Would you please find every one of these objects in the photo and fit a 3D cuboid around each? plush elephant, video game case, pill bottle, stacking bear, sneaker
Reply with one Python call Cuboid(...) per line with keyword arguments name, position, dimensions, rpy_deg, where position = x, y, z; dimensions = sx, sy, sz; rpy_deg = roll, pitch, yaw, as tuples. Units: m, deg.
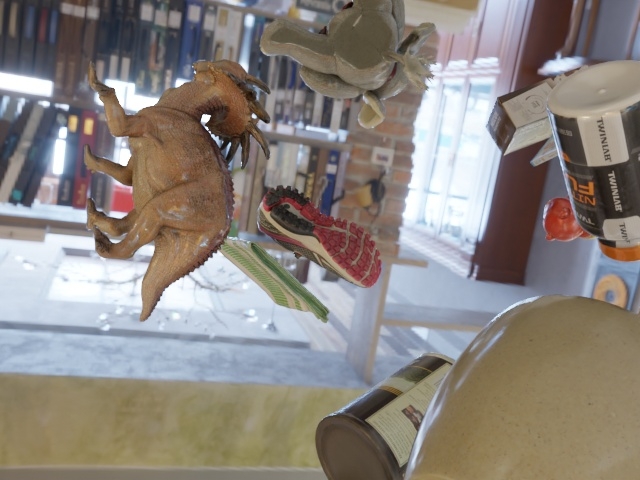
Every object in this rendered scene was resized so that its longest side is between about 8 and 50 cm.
Cuboid(name="plush elephant", position=(0.093, -0.382, 1.370), dimensions=(0.330, 0.272, 0.255), rpy_deg=(37, -179, 7))
Cuboid(name="video game case", position=(0.496, -0.212, 1.332), dimensions=(0.015, 0.119, 0.166), rpy_deg=(42, 164, -4))
Cuboid(name="pill bottle", position=(0.378, -0.090, 0.854), dimensions=(0.130, 0.246, 0.130), rpy_deg=(-20, -149, 13))
Cuboid(name="stacking bear", position=(0.699, -0.076, 1.764), dimensions=(0.288, 0.175, 0.164), rpy_deg=(-16, -123, -30))
Cuboid(name="sneaker", position=(0.000, 0.000, 1.445), dimensions=(0.299, 0.112, 0.121), rpy_deg=(37, -128, 2))

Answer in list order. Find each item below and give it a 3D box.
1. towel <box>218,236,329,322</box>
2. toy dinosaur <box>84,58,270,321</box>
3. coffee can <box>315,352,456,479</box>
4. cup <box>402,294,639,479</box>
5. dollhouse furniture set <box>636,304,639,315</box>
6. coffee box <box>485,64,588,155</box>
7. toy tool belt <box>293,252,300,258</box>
Cuboid(name="towel", position=(-0.120, 0.083, 1.533), dimensions=(0.248, 0.038, 0.324), rpy_deg=(45, 167, -18))
Cuboid(name="toy dinosaur", position=(-0.134, -0.067, 0.691), dimensions=(0.200, 0.296, 0.127), rpy_deg=(-1, 175, -23))
Cuboid(name="coffee can", position=(0.157, 0.359, 1.268), dimensions=(0.275, 0.202, 0.201), rpy_deg=(-23, -151, -39))
Cuboid(name="cup", position=(0.217, 0.251, 0.676), dimensions=(0.236, 0.331, 0.331), rpy_deg=(-23, -152, -36))
Cuboid(name="dollhouse furniture set", position=(0.643, 0.121, 1.230), dimensions=(0.114, 0.081, 0.091), rpy_deg=(19, -149, 32))
Cuboid(name="coffee box", position=(0.664, -0.387, 2.005), dimensions=(0.297, 0.119, 0.168), rpy_deg=(-21, 160, -8))
Cuboid(name="toy tool belt", position=(-0.046, -0.004, 1.538), dimensions=(0.051, 0.083, 0.052), rpy_deg=(38, -173, -11))
